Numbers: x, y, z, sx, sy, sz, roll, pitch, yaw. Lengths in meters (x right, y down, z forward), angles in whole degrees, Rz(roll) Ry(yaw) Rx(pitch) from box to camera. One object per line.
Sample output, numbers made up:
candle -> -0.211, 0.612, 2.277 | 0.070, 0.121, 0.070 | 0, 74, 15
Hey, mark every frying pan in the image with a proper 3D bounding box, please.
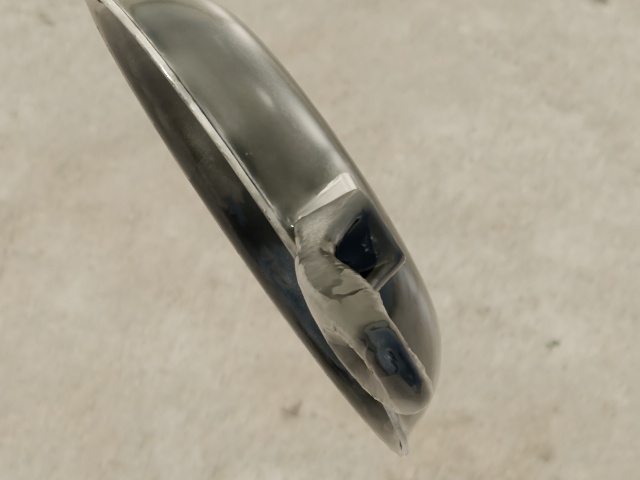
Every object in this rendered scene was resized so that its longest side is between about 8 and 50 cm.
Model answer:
frying pan -> -0.017, -0.024, 0.609 | 0.053, 0.326, 0.197 | -34, 82, -7
